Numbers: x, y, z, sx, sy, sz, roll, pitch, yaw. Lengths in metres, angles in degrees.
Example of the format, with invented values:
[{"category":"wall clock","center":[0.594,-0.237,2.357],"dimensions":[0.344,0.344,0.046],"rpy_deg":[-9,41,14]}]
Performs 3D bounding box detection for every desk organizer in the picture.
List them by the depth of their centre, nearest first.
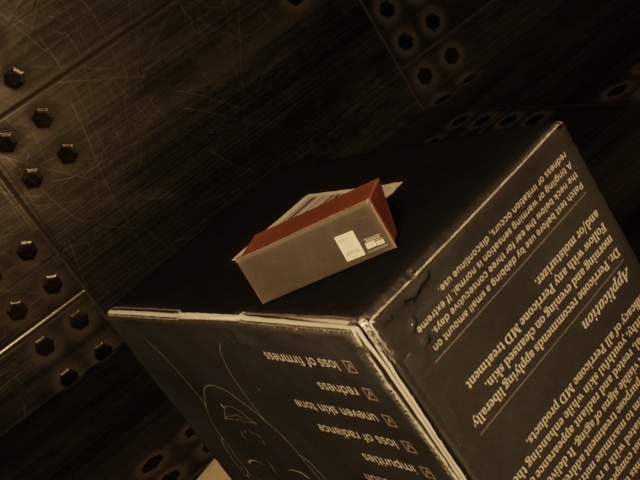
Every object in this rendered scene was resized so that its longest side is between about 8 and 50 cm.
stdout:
[{"category":"desk organizer","center":[0.000,0.000,0.876],"dimensions":[0.130,0.047,0.050],"rpy_deg":[-24,18,24]}]

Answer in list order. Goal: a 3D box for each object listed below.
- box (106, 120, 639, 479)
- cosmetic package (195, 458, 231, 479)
[{"category":"box","center":[0.106,0.170,1.094],"dimensions":[0.297,0.471,0.480],"rpy_deg":[-42,21,-28]},{"category":"cosmetic package","center":[-0.110,0.392,1.386],"dimensions":[0.129,0.153,0.296],"rpy_deg":[-12,29,48]}]
